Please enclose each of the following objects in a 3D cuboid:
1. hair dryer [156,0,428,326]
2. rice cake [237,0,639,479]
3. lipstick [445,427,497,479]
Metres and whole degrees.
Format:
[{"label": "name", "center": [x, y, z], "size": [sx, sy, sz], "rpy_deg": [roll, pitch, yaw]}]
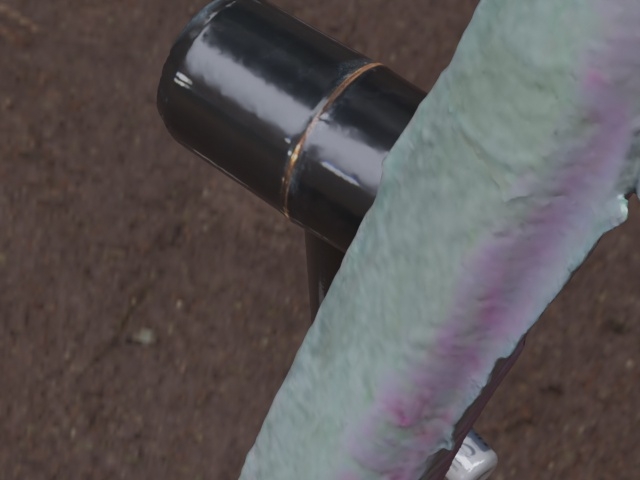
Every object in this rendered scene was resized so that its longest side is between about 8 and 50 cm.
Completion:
[{"label": "hair dryer", "center": [0.000, 0.000, 1.186], "size": [0.189, 0.352, 0.107], "rpy_deg": [33, 65, 18]}, {"label": "rice cake", "center": [0.047, 0.006, 0.462], "size": [0.051, 0.290, 0.081], "rpy_deg": [-14, 54, -35]}, {"label": "lipstick", "center": [0.071, 0.121, 1.347], "size": [0.040, 0.040, 0.141], "rpy_deg": [-30, 66, -31]}]
